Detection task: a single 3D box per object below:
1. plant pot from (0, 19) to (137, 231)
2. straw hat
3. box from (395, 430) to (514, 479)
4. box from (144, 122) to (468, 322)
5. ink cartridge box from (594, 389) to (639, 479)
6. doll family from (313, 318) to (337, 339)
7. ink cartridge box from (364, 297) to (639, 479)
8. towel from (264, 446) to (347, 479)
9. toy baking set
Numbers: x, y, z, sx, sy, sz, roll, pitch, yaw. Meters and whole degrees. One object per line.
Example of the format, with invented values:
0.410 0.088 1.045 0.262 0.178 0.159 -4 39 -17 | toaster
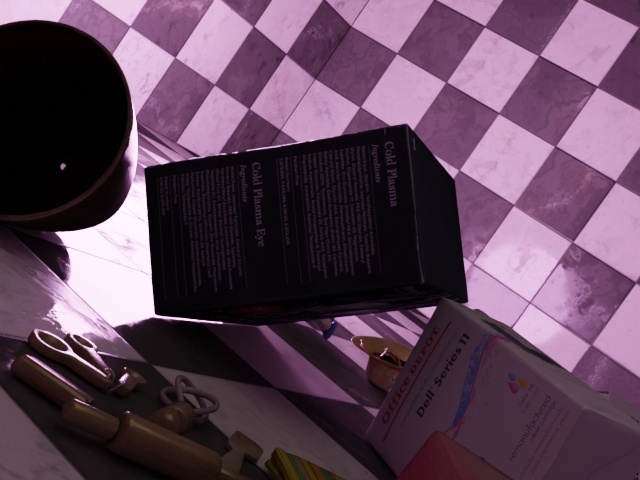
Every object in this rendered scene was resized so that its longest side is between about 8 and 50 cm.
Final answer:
-0.293 -0.094 1.085 0.215 0.215 0.230 35 -11 10 | plant pot
0.107 0.207 1.575 0.144 0.061 0.144 18 9 -3 | straw hat
0.116 0.249 0.668 0.148 0.127 0.232 36 3 -4 | box
0.000 0.000 1.210 0.312 0.179 0.343 -9 -9 16 | box
0.347 0.310 1.187 0.115 0.198 0.273 -8 -25 37 | ink cartridge box
-0.045 0.053 1.685 0.163 0.118 0.263 36 0 -20 | doll family
0.180 0.206 1.105 0.119 0.207 0.353 24 8 -28 | ink cartridge box
0.056 0.259 0.862 0.237 0.021 0.102 33 10 -31 | towel
-0.126 0.133 0.768 0.256 0.030 0.197 33 4 -25 | toy baking set
